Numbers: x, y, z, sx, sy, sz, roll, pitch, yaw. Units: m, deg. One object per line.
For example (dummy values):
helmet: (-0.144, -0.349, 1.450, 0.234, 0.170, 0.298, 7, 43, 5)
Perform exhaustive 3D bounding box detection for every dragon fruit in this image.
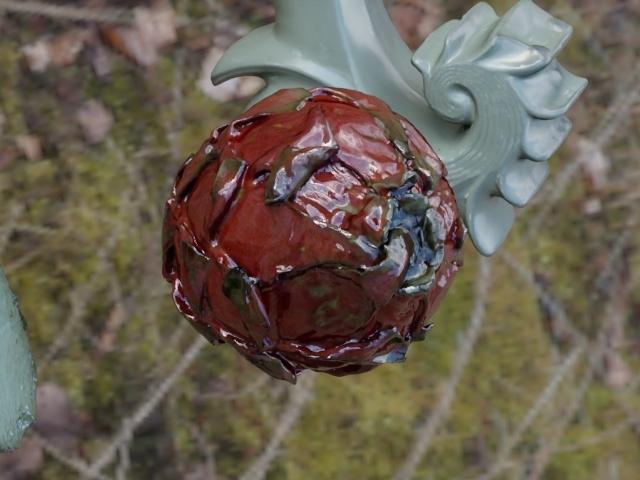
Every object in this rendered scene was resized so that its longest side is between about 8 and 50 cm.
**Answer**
dragon fruit: (0.000, 0.000, 1.552, 0.244, 0.299, 0.244, -6, 105, -24)

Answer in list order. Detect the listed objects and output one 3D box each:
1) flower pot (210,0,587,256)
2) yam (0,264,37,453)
flower pot: (0.069, -0.159, 1.963, 0.367, 0.254, 0.164, 26, 32, 7)
yam: (-0.347, 0.083, 1.423, 0.161, 0.268, 0.161, 2, 90, -80)
